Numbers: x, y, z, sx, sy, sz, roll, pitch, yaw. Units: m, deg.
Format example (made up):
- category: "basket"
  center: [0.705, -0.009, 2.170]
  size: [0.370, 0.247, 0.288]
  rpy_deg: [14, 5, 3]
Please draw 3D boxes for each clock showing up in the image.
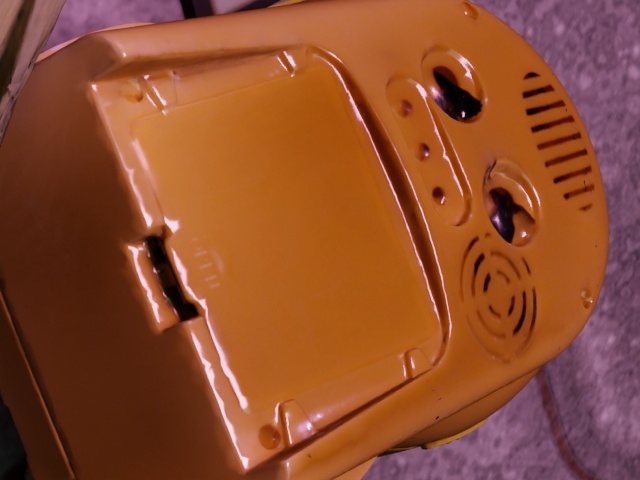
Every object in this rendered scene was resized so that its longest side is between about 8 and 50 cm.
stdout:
- category: "clock"
  center: [0.000, 0.000, 0.925]
  size: [0.317, 0.200, 0.244]
  rpy_deg: [-18, 88, -41]

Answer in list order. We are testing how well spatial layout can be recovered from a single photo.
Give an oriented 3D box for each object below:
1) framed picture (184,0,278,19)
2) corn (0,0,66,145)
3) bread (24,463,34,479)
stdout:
- category: "framed picture"
  center: [0.025, -0.278, 1.020]
  size: [0.324, 0.013, 0.244]
  rpy_deg: [-34, 122, -33]
- category: "corn"
  center: [-0.147, -0.123, 0.763]
  size: [0.305, 0.123, 0.122]
  rpy_deg: [-60, -178, 24]
- category: "bread"
  center: [-0.094, 0.148, 0.988]
  size: [0.119, 0.067, 0.192]
  rpy_deg: [1, 100, -44]
